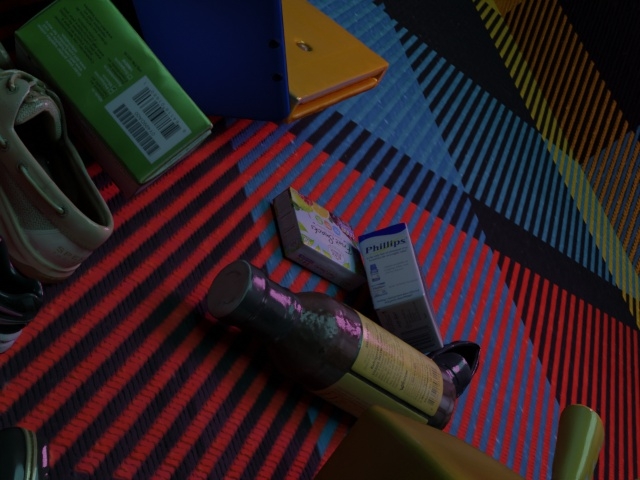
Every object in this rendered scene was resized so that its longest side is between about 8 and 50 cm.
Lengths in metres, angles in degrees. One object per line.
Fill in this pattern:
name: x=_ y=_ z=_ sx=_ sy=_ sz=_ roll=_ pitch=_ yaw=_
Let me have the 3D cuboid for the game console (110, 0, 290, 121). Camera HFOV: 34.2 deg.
game console: x=-0.164 y=-0.272 z=1.157 sx=0.293 sy=0.173 sz=0.250 roll=89 pitch=-23 yaw=-66

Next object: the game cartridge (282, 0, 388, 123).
game cartridge: x=-0.092 y=-0.303 z=1.481 sx=0.324 sy=0.052 sz=0.285 roll=38 pitch=32 yaw=13

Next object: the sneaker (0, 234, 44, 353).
sneaker: x=-0.295 y=0.007 z=0.839 sx=0.178 sy=0.077 sz=0.072 roll=43 pitch=26 yaw=-21

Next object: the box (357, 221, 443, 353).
box: x=0.110 y=0.070 z=1.428 sx=0.126 sy=0.072 sz=0.137 roll=66 pitch=10 yaw=-46

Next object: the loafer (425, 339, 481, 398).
loafer: x=0.164 y=0.184 z=1.420 sx=0.076 sy=0.078 sz=0.223 roll=56 pitch=25 yaw=4

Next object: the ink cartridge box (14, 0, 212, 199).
ink cartridge box: x=-0.228 y=-0.140 z=1.108 sx=0.188 sy=0.097 sz=0.255 roll=51 pitch=-16 yaw=-6

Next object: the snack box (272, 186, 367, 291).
snack box: x=0.000 y=0.000 z=1.412 sx=0.141 sy=0.037 sz=0.100 roll=30 pitch=36 yaw=-44

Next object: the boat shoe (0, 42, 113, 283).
boat shoe: x=-0.284 y=-0.110 z=0.980 sx=0.109 sy=0.098 sz=0.302 roll=2 pitch=56 yaw=-60

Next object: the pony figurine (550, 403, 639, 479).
pony figurine: x=0.179 y=0.356 z=0.799 sx=0.363 sy=0.303 sz=0.350 roll=-37 pitch=125 yaw=-48

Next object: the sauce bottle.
sauce bottle: x=0.018 y=0.127 z=1.196 sx=0.344 sy=0.111 sz=0.111 roll=37 pitch=30 yaw=-36

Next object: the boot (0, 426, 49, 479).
boot: x=-0.256 y=0.186 z=0.616 sx=0.137 sy=0.077 sz=0.197 roll=33 pitch=59 yaw=-30

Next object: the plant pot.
plant pot: x=0.096 y=0.286 z=1.017 sx=0.212 sy=0.212 sz=0.187 roll=27 pitch=14 yaw=-38
